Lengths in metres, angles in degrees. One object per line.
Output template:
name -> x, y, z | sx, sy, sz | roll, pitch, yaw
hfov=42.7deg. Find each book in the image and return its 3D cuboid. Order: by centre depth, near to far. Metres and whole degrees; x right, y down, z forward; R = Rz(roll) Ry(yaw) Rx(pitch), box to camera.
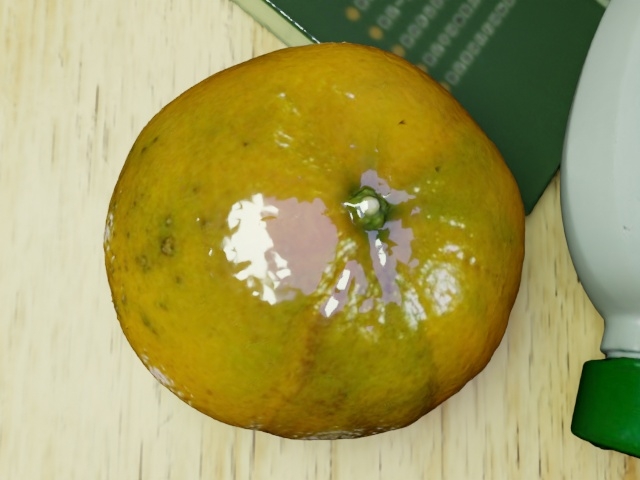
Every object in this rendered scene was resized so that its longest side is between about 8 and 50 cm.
book -> 0.064, -0.223, 0.581 | 0.371, 0.043, 0.260 | 39, 74, -5

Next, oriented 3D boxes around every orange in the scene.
orange -> 0.000, 0.000, 0.465 | 0.240, 0.171, 0.240 | 1, 82, -10

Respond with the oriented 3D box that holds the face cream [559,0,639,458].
face cream -> 0.292, -0.027, 0.502 | 0.312, 0.219, 0.357 | 16, 83, -19
